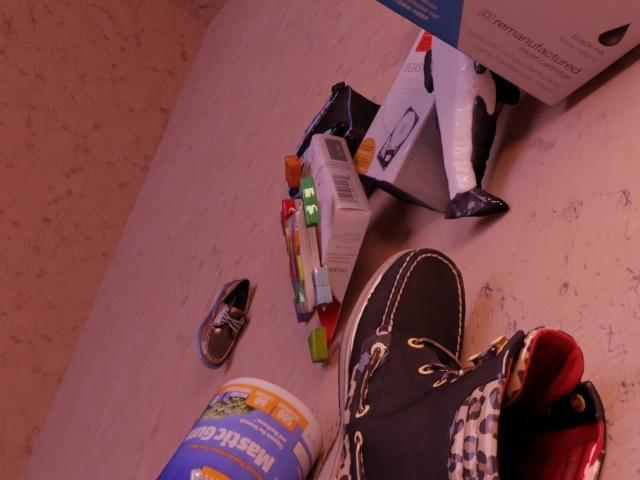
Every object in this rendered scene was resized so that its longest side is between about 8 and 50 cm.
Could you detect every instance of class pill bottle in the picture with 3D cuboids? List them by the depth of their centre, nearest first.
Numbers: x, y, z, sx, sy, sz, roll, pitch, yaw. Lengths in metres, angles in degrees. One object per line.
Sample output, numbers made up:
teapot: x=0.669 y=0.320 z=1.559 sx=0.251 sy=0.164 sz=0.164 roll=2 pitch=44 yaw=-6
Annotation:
pill bottle: x=-0.118 y=0.304 z=1.309 sx=0.152 sy=0.152 sz=0.272 roll=-41 pitch=10 yaw=47

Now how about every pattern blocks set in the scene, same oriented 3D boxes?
pattern blocks set: x=-0.025 y=0.025 z=1.526 sx=0.325 sy=0.026 sz=0.286 roll=104 pitch=157 yaw=-70

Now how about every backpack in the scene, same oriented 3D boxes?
backpack: x=0.028 y=-0.127 z=1.698 sx=0.173 sy=0.116 sz=0.158 roll=-51 pitch=21 yaw=28

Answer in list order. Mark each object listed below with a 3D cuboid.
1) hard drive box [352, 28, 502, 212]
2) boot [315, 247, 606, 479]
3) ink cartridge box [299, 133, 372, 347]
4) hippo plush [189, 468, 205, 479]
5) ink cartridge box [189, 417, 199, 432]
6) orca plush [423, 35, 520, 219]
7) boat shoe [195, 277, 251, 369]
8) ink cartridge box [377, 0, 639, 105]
hard drive box: x=0.150 y=-0.166 z=1.472 sx=0.232 sy=0.089 sz=0.181 roll=-62 pitch=19 yaw=-1
boot: x=0.126 y=0.138 z=1.017 sx=0.284 sy=0.138 sz=0.378 roll=-33 pitch=30 yaw=52
ink cartridge box: x=0.000 y=0.000 z=1.533 sx=0.189 sy=0.066 sz=0.232 roll=-107 pitch=32 yaw=-53
hippo plush: x=-0.110 y=0.425 z=1.055 sx=0.234 sy=0.294 sz=0.236 roll=-48 pitch=-1 yaw=-36
ink cartridge box: x=-0.197 y=0.321 z=1.799 sx=0.063 sy=0.029 sz=0.115 roll=-66 pitch=19 yaw=-12
orca plush: x=0.199 y=-0.168 z=1.305 sx=0.151 sy=0.102 sz=0.287 roll=130 pitch=137 yaw=-62
boat shoe: x=-0.164 y=0.136 z=1.922 sx=0.066 sy=0.066 sz=0.183 roll=-41 pitch=27 yaw=44
ink cartridge box: x=0.254 y=-0.344 z=1.086 sx=0.395 sy=0.285 sz=0.166 roll=-38 pitch=31 yaw=51
